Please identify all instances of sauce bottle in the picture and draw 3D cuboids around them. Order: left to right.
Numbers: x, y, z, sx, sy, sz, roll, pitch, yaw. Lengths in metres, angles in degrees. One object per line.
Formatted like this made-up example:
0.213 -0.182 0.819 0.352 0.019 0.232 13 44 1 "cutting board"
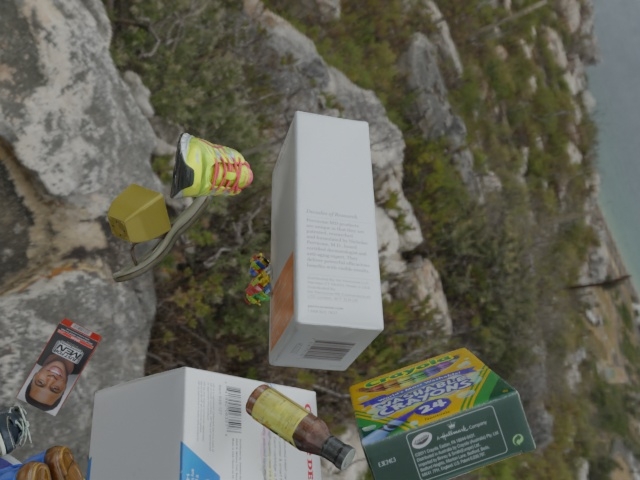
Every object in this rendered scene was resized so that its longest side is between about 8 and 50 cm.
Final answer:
-0.022 0.201 0.720 0.042 0.128 0.042 -37 141 -37 "sauce bottle"

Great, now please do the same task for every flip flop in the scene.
-0.345 -0.019 1.435 0.080 0.112 0.277 46 79 -18 "flip flop"

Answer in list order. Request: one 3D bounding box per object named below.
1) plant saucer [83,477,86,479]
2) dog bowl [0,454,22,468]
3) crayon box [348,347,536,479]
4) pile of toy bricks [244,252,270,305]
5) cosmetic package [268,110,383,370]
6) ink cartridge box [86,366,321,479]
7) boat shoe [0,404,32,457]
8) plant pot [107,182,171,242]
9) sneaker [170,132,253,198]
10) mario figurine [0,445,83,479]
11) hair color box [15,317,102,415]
-0.586 0.593 1.515 0.241 0.037 0.241 48 11 -13 "plant saucer"
-0.791 0.620 1.528 0.104 0.265 0.264 -92 167 -87 "dog bowl"
0.153 0.244 0.974 0.323 0.203 0.083 -132 -157 -88 "crayon box"
-0.136 0.110 1.573 0.105 0.212 0.118 -43 108 -3 "pile of toy bricks"
0.000 0.000 1.314 0.162 0.230 0.453 7 59 -14 "cosmetic package"
-0.132 0.266 0.809 0.233 0.168 0.171 26 52 -46 "ink cartridge box"
-0.718 0.433 1.555 0.079 0.254 0.095 -9 90 -27 "boat shoe"
-0.333 -0.041 1.208 0.083 0.082 0.081 -44 141 -40 "plant pot"
-0.136 -0.093 0.880 0.208 0.094 0.081 -81 -176 -78 "sneaker"
-0.477 0.375 0.873 0.198 0.321 0.170 66 12 -53 "mario figurine"
-0.428 0.207 1.103 0.072 0.043 0.141 29 90 -11 "hair color box"
